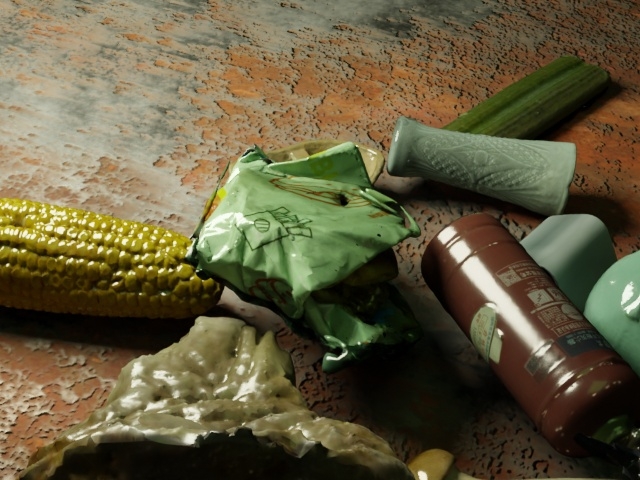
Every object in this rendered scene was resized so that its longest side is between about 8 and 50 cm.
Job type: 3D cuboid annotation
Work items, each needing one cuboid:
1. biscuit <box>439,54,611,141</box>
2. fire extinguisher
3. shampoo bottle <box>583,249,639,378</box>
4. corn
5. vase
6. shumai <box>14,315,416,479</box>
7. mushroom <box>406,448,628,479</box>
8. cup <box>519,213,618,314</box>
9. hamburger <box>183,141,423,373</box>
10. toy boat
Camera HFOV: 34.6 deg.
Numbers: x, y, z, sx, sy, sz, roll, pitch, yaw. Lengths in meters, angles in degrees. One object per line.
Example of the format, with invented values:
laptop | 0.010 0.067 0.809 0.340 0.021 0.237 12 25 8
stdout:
biscuit | 0.280 -0.180 1.405 0.322 0.038 0.099 -32 51 -31
fire extinguisher | 0.205 0.109 0.942 0.138 0.102 0.344 23 23 -42
shampoo bottle | 0.407 0.137 0.961 0.349 0.151 0.222 35 80 24
corn | -0.260 0.025 1.103 0.321 0.119 0.119 11 45 3
vase | 0.193 -0.094 1.257 0.219 0.096 0.096 12 45 3
shumai | -0.095 0.211 0.916 0.345 0.217 0.283 -6 14 -3
mushroom | 0.232 0.262 0.891 0.349 0.128 0.128 10 44 13
cup | 0.244 0.040 1.139 0.128 0.095 0.129 -3 25 48
hamburger | 0.008 -0.002 1.049 0.276 0.151 0.260 34 22 5
toy boat | -0.010 -0.063 1.247 0.188 0.061 0.116 -15 46 -18
